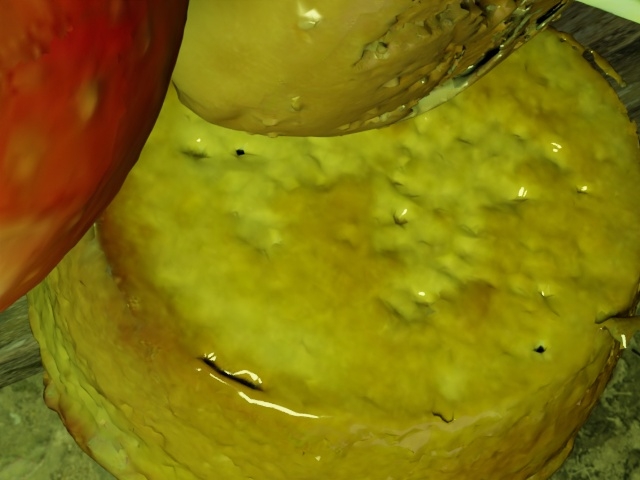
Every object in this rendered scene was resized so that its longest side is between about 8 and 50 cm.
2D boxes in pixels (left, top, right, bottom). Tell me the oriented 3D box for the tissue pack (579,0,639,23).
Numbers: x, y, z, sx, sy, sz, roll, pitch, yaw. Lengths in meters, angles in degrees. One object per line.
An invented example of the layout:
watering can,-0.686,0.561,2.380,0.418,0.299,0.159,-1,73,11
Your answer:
tissue pack,0.124,-0.212,0.295,0.287,0.162,0.388,10,149,-40

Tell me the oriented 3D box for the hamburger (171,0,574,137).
hamburger,0.044,-0.174,0.716,0.284,0.174,0.304,-41,172,22

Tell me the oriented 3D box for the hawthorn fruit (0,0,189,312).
hawthorn fruit,-0.167,-0.069,0.435,0.284,0.284,0.284,-24,170,-4

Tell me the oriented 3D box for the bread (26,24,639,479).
bread,0.000,0.000,0.929,0.398,0.398,0.215,-21,156,-21
